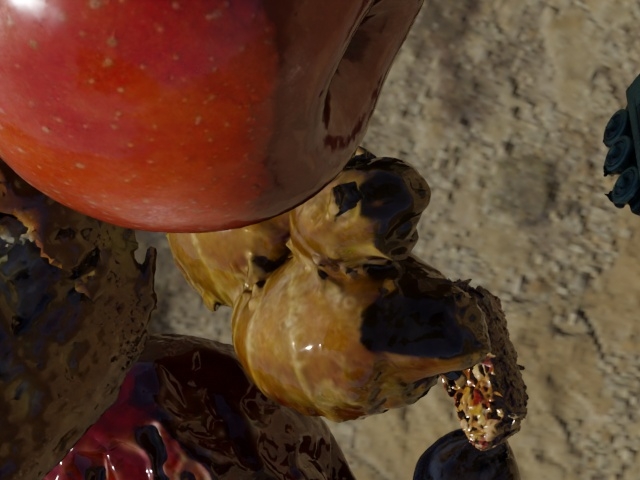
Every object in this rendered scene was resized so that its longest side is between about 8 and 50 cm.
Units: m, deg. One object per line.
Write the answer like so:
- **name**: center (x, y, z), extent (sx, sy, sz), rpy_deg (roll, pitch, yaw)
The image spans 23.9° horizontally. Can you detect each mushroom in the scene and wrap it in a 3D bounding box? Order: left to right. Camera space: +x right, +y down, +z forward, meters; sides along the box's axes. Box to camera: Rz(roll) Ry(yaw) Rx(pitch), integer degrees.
- **mushroom**: center (0.149, 0.246, 1.564), extent (0.127, 0.087, 0.127), rpy_deg (-21, 31, 13)

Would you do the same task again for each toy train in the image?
- **toy train**: center (0.323, -0.092, 1.443), extent (0.111, 0.071, 0.170), rpy_deg (-56, 19, 39)

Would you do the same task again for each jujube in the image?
- **jujube**: center (-0.105, 0.260, 1.495), extent (0.276, 0.377, 0.276), rpy_deg (-31, 18, 11)

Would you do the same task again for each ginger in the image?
- **ginger**: center (0.006, 0.009, 1.298), extent (0.357, 0.152, 0.274), rpy_deg (51, 131, 33)

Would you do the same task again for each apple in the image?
- **apple**: center (-0.065, -0.133, 0.790), extent (0.216, 0.260, 0.260), rpy_deg (24, 97, 17)

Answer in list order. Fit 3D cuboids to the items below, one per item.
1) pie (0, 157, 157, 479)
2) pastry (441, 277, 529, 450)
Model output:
- **pie**: center (-0.258, 0.048, 1.043), extent (0.308, 0.308, 0.085), rpy_deg (-70, 20, 5)
- **pastry**: center (0.150, 0.107, 1.392), extent (0.063, 0.087, 0.169), rpy_deg (-24, 65, 27)
